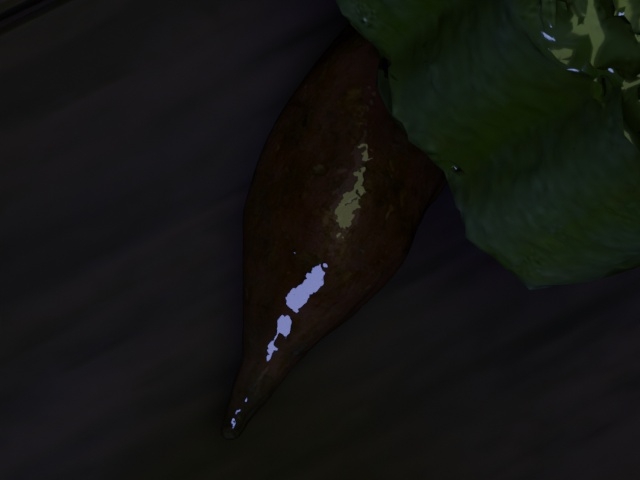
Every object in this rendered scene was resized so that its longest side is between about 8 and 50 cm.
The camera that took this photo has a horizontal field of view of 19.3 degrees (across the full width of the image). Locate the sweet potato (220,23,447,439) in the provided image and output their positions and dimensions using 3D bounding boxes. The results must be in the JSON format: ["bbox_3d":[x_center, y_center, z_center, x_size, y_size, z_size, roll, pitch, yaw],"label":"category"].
[{"bbox_3d":[0.000,0.000,0.501,0.049,0.049,0.117,26,87,-7],"label":"sweet potato"}]

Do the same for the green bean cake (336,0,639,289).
[{"bbox_3d":[0.100,-0.110,0.469,0.214,0.113,0.200,-22,88,-25],"label":"green bean cake"}]
